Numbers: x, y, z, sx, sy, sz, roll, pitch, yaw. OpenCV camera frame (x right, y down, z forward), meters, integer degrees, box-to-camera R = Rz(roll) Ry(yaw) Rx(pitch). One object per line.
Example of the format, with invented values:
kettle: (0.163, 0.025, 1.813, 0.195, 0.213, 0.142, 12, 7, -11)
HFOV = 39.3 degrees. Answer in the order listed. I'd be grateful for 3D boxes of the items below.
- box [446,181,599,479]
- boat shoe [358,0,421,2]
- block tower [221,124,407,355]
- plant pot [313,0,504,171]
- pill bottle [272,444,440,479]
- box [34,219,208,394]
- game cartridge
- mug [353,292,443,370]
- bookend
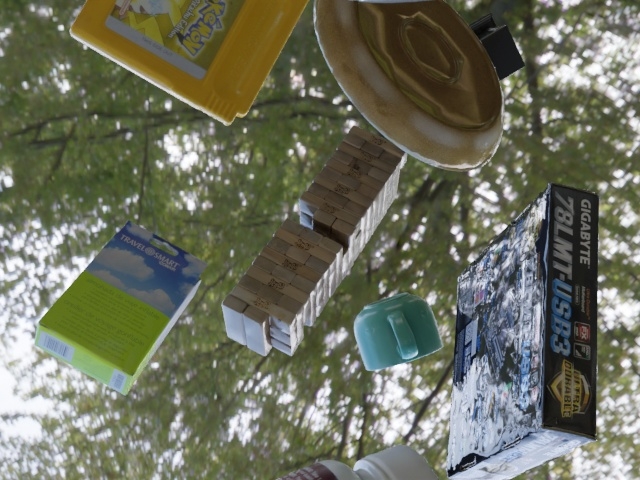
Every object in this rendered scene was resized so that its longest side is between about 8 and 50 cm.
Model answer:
box: (0.239, 0.125, 1.086, 0.073, 0.293, 0.296, 13, -117, -9)
boat shoe: (0.136, -0.210, 0.542, 0.112, 0.335, 0.096, -11, -80, -36)
block tower: (0.000, 0.000, 1.194, 0.090, 0.097, 0.335, 26, -120, 15)
plant pot: (0.097, -0.175, 0.862, 0.236, 0.032, 0.236, 23, -132, -28)
pill bottle: (-0.035, 0.411, 1.114, 0.392, 0.224, 0.224, -17, -116, -20)
box: (-0.204, 0.065, 0.941, 0.109, 0.042, 0.178, 29, -138, 1)
game cartridge: (-0.215, -0.390, 1.533, 0.323, 0.052, 0.285, 28, -97, -10)
mug: (0.125, 0.136, 1.404, 0.129, 0.157, 0.098, -16, -93, -36)
bookend: (0.192, -0.219, 1.133, 0.156, 0.157, 0.072, -31, -73, -3)
